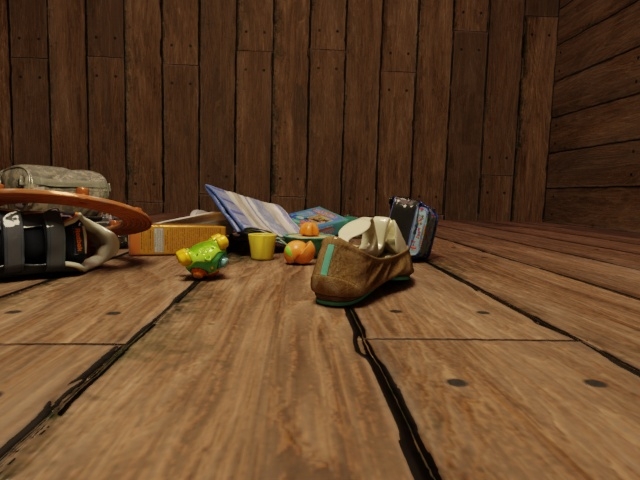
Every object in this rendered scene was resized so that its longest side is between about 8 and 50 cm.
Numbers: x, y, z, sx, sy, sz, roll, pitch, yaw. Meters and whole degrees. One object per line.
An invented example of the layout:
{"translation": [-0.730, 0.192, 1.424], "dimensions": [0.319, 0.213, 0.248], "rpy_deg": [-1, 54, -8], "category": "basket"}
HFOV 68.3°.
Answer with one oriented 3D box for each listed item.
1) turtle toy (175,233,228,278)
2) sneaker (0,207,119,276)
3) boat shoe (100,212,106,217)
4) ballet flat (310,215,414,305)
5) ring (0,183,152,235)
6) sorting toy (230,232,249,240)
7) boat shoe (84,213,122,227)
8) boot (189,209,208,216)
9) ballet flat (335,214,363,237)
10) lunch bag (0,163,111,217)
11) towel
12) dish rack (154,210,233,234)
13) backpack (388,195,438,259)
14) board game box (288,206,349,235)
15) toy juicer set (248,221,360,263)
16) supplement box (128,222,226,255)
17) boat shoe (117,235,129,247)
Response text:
{"translation": [-0.215, 0.034, 0.883], "dimensions": [0.095, 0.066, 0.130], "rpy_deg": [-25, 12, -17], "category": "turtle toy"}
{"translation": [-0.506, 0.001, 0.836], "dimensions": [0.127, 0.126, 0.321], "rpy_deg": [-2, 2, 22], "category": "sneaker"}
{"translation": [-0.783, -0.089, 1.853], "dimensions": [0.285, 0.089, 0.104], "rpy_deg": [6, 7, 36], "category": "boat shoe"}
{"translation": [0.085, 0.021, 0.811], "dimensions": [0.116, 0.124, 0.342], "rpy_deg": [5, 6, 29], "category": "ballet flat"}
{"translation": [-0.513, -0.057, 0.944], "dimensions": [0.336, 0.032, 0.336], "rpy_deg": [-1, -12, 0], "category": "ring"}
{"translation": [-0.214, -0.025, 1.629], "dimensions": [0.208, 0.038, 0.193], "rpy_deg": [0, 6, -17], "category": "sorting toy"}
{"translation": [-0.727, -0.067, 1.598], "dimensions": [0.206, 0.065, 0.075], "rpy_deg": [-11, 14, -6], "category": "boat shoe"}
{"translation": [-0.393, -0.074, 1.775], "dimensions": [0.123, 0.095, 0.258], "rpy_deg": [-5, 4, 6], "category": "boot"}
{"translation": [0.069, -0.046, 1.740], "dimensions": [0.241, 0.091, 0.077], "rpy_deg": [3, -18, -28], "category": "ballet flat"}
{"translation": [-0.907, -0.153, 1.588], "dimensions": [0.256, 0.213, 0.305], "rpy_deg": [-20, -8, 31], "category": "lunch bag"}
{"translation": [-0.161, -0.063, 1.289], "dimensions": [0.285, 0.034, 0.209], "rpy_deg": [15, 28, -52], "category": "towel"}
{"translation": [-0.321, -0.048, 1.432], "dimensions": [0.285, 0.072, 0.333], "rpy_deg": [-10, 4, 18], "category": "dish rack"}
{"translation": [0.239, -0.024, 1.222], "dimensions": [0.116, 0.158, 0.173], "rpy_deg": [15, 0, 30], "category": "backpack"}
{"translation": [-0.036, -0.052, 1.558], "dimensions": [0.210, 0.047, 0.160], "rpy_deg": [-16, 29, -36], "category": "board game box"}
{"translation": [0.000, 0.000, 1.180], "dimensions": [0.209, 0.090, 0.329], "rpy_deg": [6, 7, 42], "category": "toy juicer set"}
{"translation": [-0.358, -0.004, 1.189], "dimensions": [0.233, 0.080, 0.078], "rpy_deg": [-2, 7, -21], "category": "supplement box"}
{"translation": [-0.533, -0.002, 1.261], "dimensions": [0.152, 0.056, 0.049], "rpy_deg": [-8, 10, 3], "category": "boat shoe"}
